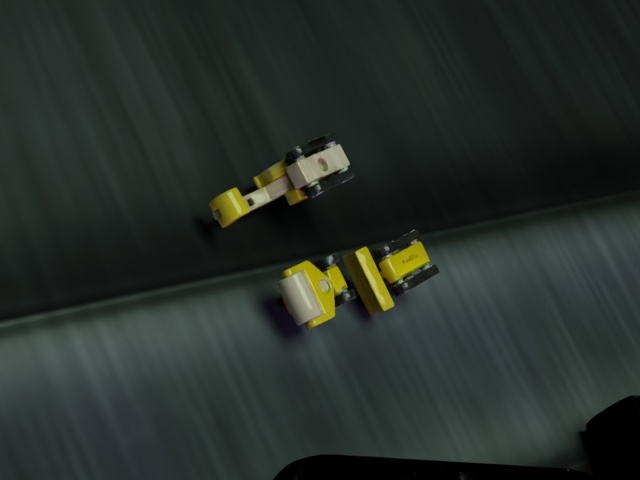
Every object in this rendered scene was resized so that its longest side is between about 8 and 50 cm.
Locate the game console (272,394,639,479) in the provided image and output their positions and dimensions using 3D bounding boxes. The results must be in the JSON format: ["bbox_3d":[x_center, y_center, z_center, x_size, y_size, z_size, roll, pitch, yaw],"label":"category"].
[{"bbox_3d":[0.128,0.166,0.744,0.361,0.044,0.213,9,53,-38],"label":"game console"}]

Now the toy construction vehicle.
[{"bbox_3d":[0.000,0.000,0.776,0.098,0.035,0.086,-29,91,-48],"label":"toy construction vehicle"}]
